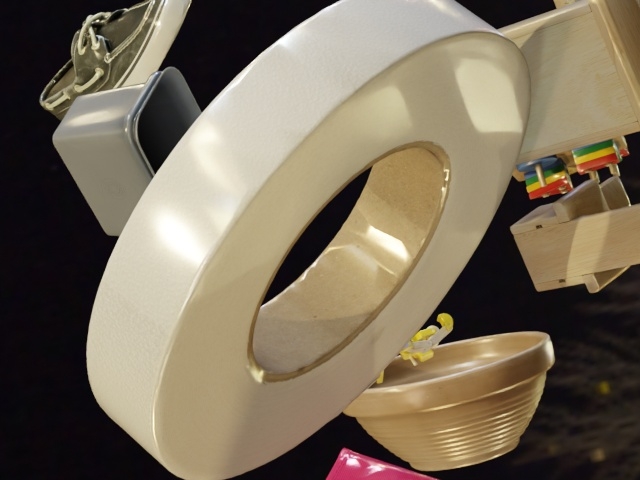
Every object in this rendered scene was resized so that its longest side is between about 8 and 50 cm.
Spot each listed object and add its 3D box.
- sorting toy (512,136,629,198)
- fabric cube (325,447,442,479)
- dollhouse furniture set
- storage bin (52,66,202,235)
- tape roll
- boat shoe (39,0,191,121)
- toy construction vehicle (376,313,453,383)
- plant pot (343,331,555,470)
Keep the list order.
[{"bbox_3d":[0.282,-0.085,2.016,0.274,0.132,0.046,25,-131,-73],"label":"sorting toy"},{"bbox_3d":[0.098,0.371,1.483,0.259,0.258,0.254,-56,-34,-32],"label":"fabric cube"},{"bbox_3d":[0.286,-0.167,1.476,0.355,0.174,0.303,-31,-79,-41],"label":"dollhouse furniture set"},{"bbox_3d":[-0.138,-0.065,1.377,0.135,0.091,0.098,65,-145,-38],"label":"storage bin"},{"bbox_3d":[0.000,0.000,1.265,0.072,0.392,0.392,38,-152,23],"label":"tape roll"},{"bbox_3d":[-0.182,-0.157,1.541,0.070,0.219,0.077,31,-128,-15],"label":"boat shoe"},{"bbox_3d":[0.064,0.098,1.527,0.098,0.086,0.035,-19,-116,-14],"label":"toy construction vehicle"},{"bbox_3d":[0.142,0.179,1.907,0.237,0.237,0.109,-18,-84,-54],"label":"plant pot"}]
